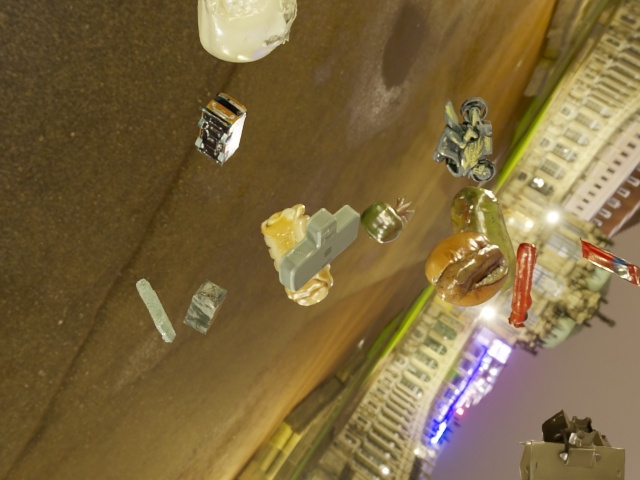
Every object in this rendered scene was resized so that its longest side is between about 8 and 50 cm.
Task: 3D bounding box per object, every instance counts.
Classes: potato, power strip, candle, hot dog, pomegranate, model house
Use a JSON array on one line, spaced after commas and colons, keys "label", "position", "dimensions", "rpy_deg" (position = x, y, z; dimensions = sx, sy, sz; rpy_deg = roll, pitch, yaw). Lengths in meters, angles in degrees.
[{"label": "potato", "position": [0.437, -0.003, 1.568], "dimensions": [0.141, 0.299, 0.176], "rpy_deg": [-18, 176, 29]}, {"label": "power strip", "position": [0.000, -0.001, 1.510], "dimensions": [0.265, 0.059, 0.194], "rpy_deg": [-40, 155, -26]}, {"label": "candle", "position": [0.510, 0.117, 1.465], "dimensions": [0.329, 0.051, 0.048], "rpy_deg": [76, 5, -47]}, {"label": "hot dog", "position": [0.172, 0.033, 0.691], "dimensions": [0.140, 0.090, 0.060], "rpy_deg": [-17, 162, -35]}, {"label": "pomegranate", "position": [0.243, -0.082, 2.112], "dimensions": [0.191, 0.152, 0.131], "rpy_deg": [-39, 169, -20]}, {"label": "model house", "position": [0.586, 0.492, 1.370], "dimensions": [0.204, 0.211, 0.244], "rpy_deg": [-80, 171, -57]}]

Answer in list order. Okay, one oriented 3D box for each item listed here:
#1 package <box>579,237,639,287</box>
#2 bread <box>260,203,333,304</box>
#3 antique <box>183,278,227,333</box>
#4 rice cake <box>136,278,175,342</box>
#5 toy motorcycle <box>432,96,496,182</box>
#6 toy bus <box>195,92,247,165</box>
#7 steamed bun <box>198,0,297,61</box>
[{"label": "package", "position": [0.801, 0.061, 1.616], "dimensions": [0.022, 0.200, 0.083], "rpy_deg": [-37, 126, -7]}, {"label": "bread", "position": [-0.068, 0.051, 1.851], "dimensions": [0.172, 0.312, 0.121], "rpy_deg": [-20, 180, 21]}, {"label": "antique", "position": [-0.379, 0.216, 1.927], "dimensions": [0.183, 0.088, 0.086], "rpy_deg": [-59, -178, 45]}, {"label": "rice cake", "position": [-0.491, 0.205, 1.736], "dimensions": [0.040, 0.226, 0.085], "rpy_deg": [-30, 134, -14]}, {"label": "toy motorcycle", "position": [0.286, -0.196, 1.180], "dimensions": [0.061, 0.124, 0.194], "rpy_deg": [-77, 154, -53]}, {"label": "toy bus", "position": [-0.273, -0.311, 1.623], "dimensions": [0.114, 0.098, 0.201], "rpy_deg": [-56, 179, -29]}, {"label": "steamed bun", "position": [-0.183, -0.612, 1.438], "dimensions": [0.312, 0.232, 0.334], "rpy_deg": [-124, -142, -67]}]
